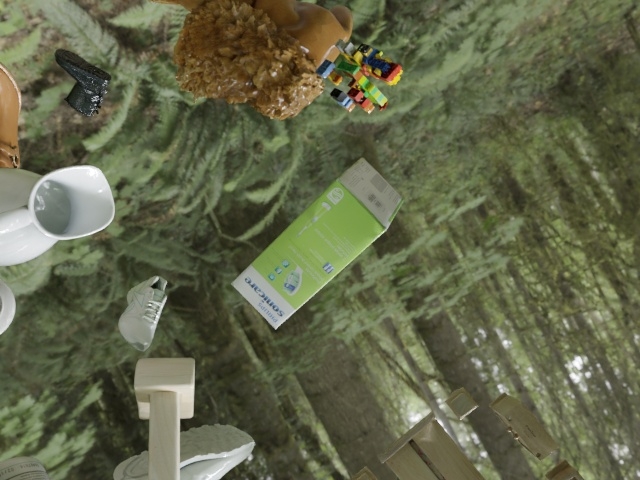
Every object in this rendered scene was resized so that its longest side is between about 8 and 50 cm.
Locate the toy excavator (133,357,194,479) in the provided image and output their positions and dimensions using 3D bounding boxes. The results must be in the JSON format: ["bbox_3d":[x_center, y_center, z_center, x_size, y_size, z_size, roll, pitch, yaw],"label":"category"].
[{"bbox_3d":[-0.204,0.442,0.826,0.223,0.444,0.432,3,-148,-12],"label":"toy excavator"}]

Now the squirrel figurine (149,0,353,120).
[{"bbox_3d":[-0.158,-0.434,1.249,0.281,0.370,0.396,-35,-151,28],"label":"squirrel figurine"}]

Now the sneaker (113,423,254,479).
[{"bbox_3d":[-0.205,0.358,0.956,0.235,0.094,0.090,-10,-166,-40],"label":"sneaker"}]

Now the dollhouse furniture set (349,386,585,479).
[{"bbox_3d":[0.291,0.476,1.234,0.356,0.303,0.174,-39,168,0],"label":"dollhouse furniture set"}]

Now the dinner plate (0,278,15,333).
[{"bbox_3d":[-0.663,0.126,1.197,0.141,0.141,0.017,-28,180,-37],"label":"dinner plate"}]

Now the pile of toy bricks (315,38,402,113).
[{"bbox_3d":[0.080,-0.277,1.117,0.118,0.105,0.212,-50,-145,4],"label":"pile of toy bricks"}]

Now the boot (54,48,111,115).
[{"bbox_3d":[-0.486,-0.313,1.247,0.099,0.121,0.045,-47,-154,34],"label":"boot"}]

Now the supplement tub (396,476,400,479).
[{"bbox_3d":[0.212,0.669,1.419,0.194,0.194,0.315,-28,146,-49],"label":"supplement tub"}]

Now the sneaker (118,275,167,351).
[{"bbox_3d":[-0.269,0.105,0.954,0.061,0.054,0.152,-40,-148,15],"label":"sneaker"}]

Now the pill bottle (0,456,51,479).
[{"bbox_3d":[-0.615,0.662,1.316,0.204,0.361,0.204,-35,153,-21],"label":"pill bottle"}]

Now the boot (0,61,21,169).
[{"bbox_3d":[-0.677,-0.209,1.276,0.109,0.220,0.283,1,135,-23],"label":"boot"}]

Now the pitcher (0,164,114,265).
[{"bbox_3d":[-0.387,-0.027,0.757,0.207,0.125,0.178,-6,-169,30],"label":"pitcher"}]

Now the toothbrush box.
[{"bbox_3d":[0.000,0.000,1.136,0.283,0.122,0.206,-42,-178,23],"label":"toothbrush box"}]
